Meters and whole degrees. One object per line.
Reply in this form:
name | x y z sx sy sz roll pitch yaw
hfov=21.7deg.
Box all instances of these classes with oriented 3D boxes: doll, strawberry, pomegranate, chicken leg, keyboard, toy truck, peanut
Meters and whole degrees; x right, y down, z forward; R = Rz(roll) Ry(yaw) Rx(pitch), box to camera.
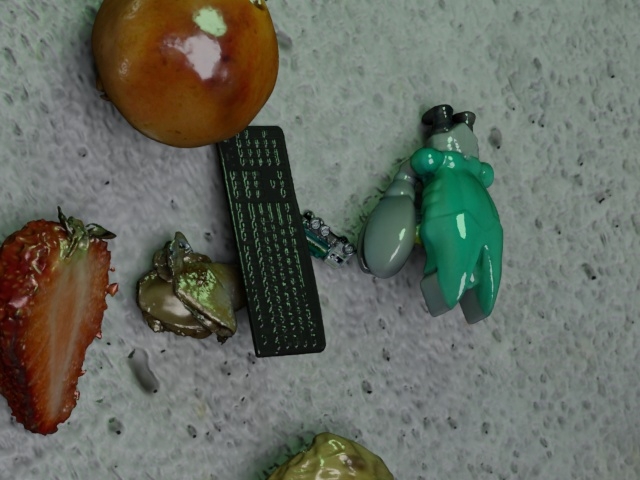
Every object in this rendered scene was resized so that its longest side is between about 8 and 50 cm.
doll | 0.157 -0.017 1.991 0.195 0.153 0.258 36 55 -14
strawberry | -0.315 0.078 1.801 0.175 0.107 0.236 31 82 -62
pomegranate | -0.141 -0.196 1.788 0.209 0.209 0.209 -3 97 -25
chicken leg | -0.114 0.056 1.901 0.196 0.080 0.125 5 84 -27
keyboard | -0.051 0.050 1.882 0.103 0.041 0.381 -3 79 -31
toy truck | 0.000 0.000 1.968 0.083 0.039 0.044 36 97 -22
peanut | -0.001 0.339 1.958 0.197 0.110 0.233 12 89 -36
